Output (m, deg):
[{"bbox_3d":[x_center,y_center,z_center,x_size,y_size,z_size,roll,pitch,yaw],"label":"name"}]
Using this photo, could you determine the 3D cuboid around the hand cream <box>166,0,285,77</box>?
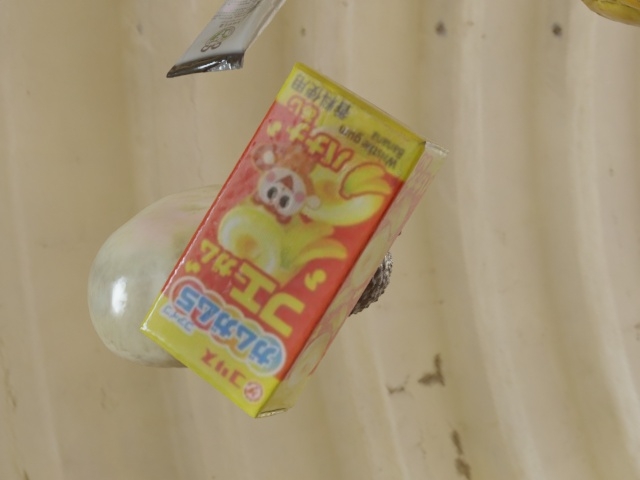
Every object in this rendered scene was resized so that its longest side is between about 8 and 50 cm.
[{"bbox_3d":[-0.051,-0.307,1.254,0.076,0.121,0.336,51,-123,-30],"label":"hand cream"}]

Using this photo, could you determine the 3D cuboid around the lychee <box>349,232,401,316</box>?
[{"bbox_3d":[0.000,0.000,1.690,0.261,0.260,0.260,-21,-39,-18],"label":"lychee"}]

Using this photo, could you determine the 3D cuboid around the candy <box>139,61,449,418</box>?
[{"bbox_3d":[-0.024,0.001,0.937,0.276,0.146,0.088,-57,-17,9],"label":"candy"}]

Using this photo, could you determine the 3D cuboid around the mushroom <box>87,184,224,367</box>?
[{"bbox_3d":[-0.133,0.065,1.262,0.260,0.254,0.234,-13,-62,0],"label":"mushroom"}]

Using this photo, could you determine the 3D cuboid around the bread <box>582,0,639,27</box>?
[{"bbox_3d":[0.389,-0.313,0.897,0.148,0.328,0.337,43,-119,-58],"label":"bread"}]
